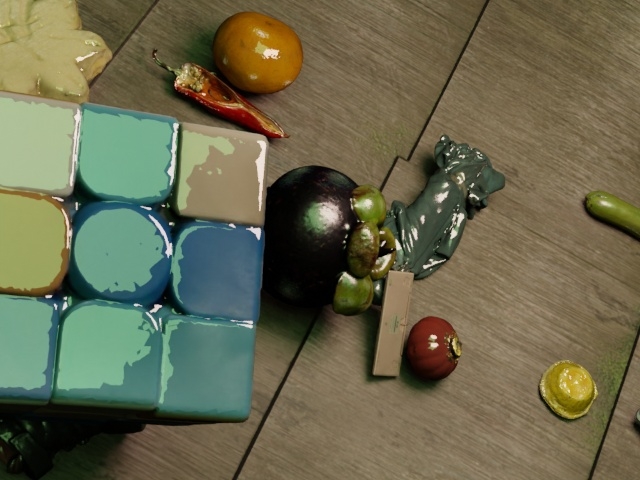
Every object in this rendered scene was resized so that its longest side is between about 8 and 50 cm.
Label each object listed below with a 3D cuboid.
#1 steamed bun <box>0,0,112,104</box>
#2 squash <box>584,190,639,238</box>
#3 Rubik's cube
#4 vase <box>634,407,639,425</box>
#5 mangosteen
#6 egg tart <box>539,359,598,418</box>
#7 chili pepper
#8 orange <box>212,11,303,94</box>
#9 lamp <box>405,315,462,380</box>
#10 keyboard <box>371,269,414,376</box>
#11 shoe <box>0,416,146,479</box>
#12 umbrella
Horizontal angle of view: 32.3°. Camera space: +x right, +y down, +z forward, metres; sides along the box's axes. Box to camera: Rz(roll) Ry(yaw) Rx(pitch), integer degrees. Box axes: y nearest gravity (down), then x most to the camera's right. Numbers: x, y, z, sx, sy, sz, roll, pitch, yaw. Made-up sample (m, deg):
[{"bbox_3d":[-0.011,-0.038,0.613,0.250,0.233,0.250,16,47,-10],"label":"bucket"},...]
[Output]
[{"bbox_3d":[-0.474,-0.268,1.709,0.292,0.137,0.295,29,47,6],"label":"steamed bun"},{"bbox_3d":[0.554,-0.038,1.979,0.183,0.052,0.052,27,61,-8],"label":"squash"},{"bbox_3d":[-0.281,0.046,1.349,0.344,0.347,0.346,7,76,-20],"label":"Rubik's cube"},{"bbox_3d":[0.564,0.336,1.792,0.081,0.081,0.148,-11,66,-22],"label":"vase"},{"bbox_3d":[0.000,0.000,1.682,0.243,0.243,0.243,7,64,-15],"label":"mangosteen"},{"bbox_3d":[0.410,0.239,1.808,0.105,0.039,0.105,7,62,-13],"label":"egg tart"},{"bbox_3d":[-0.168,-0.238,1.840,0.268,0.050,0.059,30,81,-4],"label":"chili pepper"},{"bbox_3d":[-0.106,-0.309,1.843,0.156,0.124,0.156,17,32,-11],"label":"orange"},{"bbox_3d":[0.178,0.169,1.739,0.101,0.090,0.101,15,72,-54],"label":"lamp"},{"bbox_3d":[0.113,0.129,1.729,0.055,0.017,0.165,7,93,-33],"label":"keyboard"},{"bbox_3d":[-0.380,0.255,1.506,0.291,0.114,0.137,2,60,-14],"label":"shoe"},{"bbox_3d":[0.171,-0.026,1.824,0.143,0.094,0.349,40,63,-4],"label":"umbrella"}]
